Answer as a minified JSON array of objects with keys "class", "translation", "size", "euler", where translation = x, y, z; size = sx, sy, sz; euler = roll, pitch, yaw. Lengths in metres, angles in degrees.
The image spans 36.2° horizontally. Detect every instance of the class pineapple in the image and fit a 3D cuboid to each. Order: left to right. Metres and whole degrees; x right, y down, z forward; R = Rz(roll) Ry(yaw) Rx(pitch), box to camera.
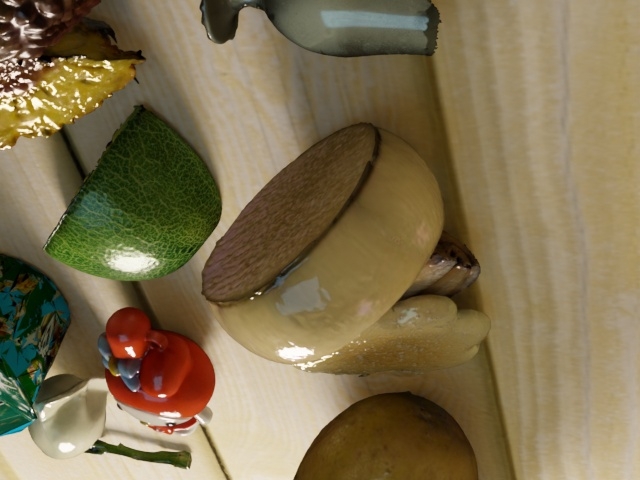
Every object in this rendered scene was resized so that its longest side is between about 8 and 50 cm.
[{"class":"pineapple","translation":[-0.380,-0.187,1.045],"size":[0.158,0.334,0.161],"euler":[61,145,24]}]

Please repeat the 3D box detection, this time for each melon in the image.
[{"class":"melon","translation":[-0.228,-0.013,1.202],"size":[0.169,0.129,0.265],"euler":[32,134,-12]}]

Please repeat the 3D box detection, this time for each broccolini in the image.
[{"class":"broccolini","translation":[-0.334,0.341,1.642],"size":[0.254,0.071,0.058],"euler":[3,90,12]}]

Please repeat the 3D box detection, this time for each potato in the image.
[{"class":"potato","translation":[0.136,0.369,1.334],"size":[0.397,0.290,0.296],"euler":[25,110,-27]}]

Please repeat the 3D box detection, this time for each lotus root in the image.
[{"class":"lotus root","translation":[0.046,0.059,1.180],"size":[0.167,0.078,0.329],"euler":[18,146,-35]}]

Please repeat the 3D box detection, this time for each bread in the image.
[{"class":"bread","translation":[0.079,0.117,1.171],"size":[0.250,0.039,0.182],"euler":[-1,153,-7]}]

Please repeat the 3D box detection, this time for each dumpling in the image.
[{"class":"dumpling","translation":[-0.376,0.257,1.501],"size":[0.124,0.151,0.229],"euler":[50,148,7]}]

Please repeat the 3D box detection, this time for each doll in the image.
[{"class":"doll","translation":[-0.227,0.190,1.380],"size":[0.161,0.130,0.290],"euler":[19,150,14]}]

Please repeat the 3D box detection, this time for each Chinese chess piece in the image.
[{"class":"Chinese chess piece","translation":[0.000,0.000,1.013],"size":[0.270,0.270,0.112],"euler":[-27,116,38]}]

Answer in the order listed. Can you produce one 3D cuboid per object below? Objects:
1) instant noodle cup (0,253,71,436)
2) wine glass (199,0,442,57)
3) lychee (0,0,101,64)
[{"class":"instant noodle cup","translation":[-0.478,0.141,1.406],"size":[0.240,0.178,0.240],"euler":[12,134,12]},{"class":"wine glass","translation":[0.003,-0.224,0.931],"size":[0.222,0.103,0.103],"euler":[9,133,14]},{"class":"lychee","translation":[-0.305,-0.293,0.881],"size":[0.267,0.267,0.268],"euler":[12,134,13]}]
